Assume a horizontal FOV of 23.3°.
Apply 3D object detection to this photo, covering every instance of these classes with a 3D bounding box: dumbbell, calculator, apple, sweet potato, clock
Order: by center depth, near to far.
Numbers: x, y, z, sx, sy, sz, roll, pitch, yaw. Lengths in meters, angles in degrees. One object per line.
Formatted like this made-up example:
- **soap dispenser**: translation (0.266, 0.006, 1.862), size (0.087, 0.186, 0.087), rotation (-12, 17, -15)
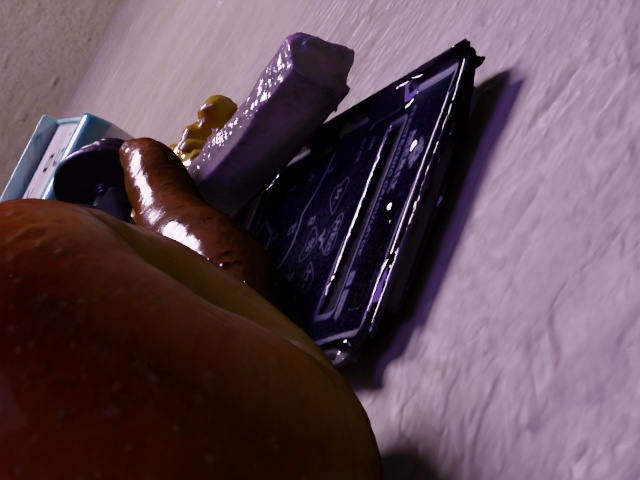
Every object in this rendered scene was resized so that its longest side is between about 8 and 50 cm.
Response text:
- **apple**: translation (-0.084, 0.088, 0.589), size (0.173, 0.210, 0.235), rotation (-59, -4, 4)
- **calculator**: translation (-0.001, 0.000, 0.809), size (0.165, 0.028, 0.274), rotation (-67, 16, -17)
- **sweet potato**: translation (-0.070, 0.002, 0.839), size (0.057, 0.057, 0.264), rotation (-61, 29, 7)
- **dumbbell**: translation (-0.192, -0.019, 1.339), size (0.099, 0.099, 0.208), rotation (-51, 19, 37)
- **clock**: translation (-0.264, 0.011, 1.533), size (0.262, 0.116, 0.231), rotation (-65, 20, -6)

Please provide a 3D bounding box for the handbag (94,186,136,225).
- **handbag**: translation (-0.129, 0.111, 0.892), size (0.211, 0.089, 0.254), rotation (-65, 29, 17)

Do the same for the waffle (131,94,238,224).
- **waffle**: translation (-0.128, 0.033, 1.104), size (0.260, 0.069, 0.293), rotation (-46, 24, 50)

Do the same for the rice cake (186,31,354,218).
- **rice cake**: translation (-0.039, -0.055, 0.885), size (0.206, 0.047, 0.036), rotation (135, 153, -57)
